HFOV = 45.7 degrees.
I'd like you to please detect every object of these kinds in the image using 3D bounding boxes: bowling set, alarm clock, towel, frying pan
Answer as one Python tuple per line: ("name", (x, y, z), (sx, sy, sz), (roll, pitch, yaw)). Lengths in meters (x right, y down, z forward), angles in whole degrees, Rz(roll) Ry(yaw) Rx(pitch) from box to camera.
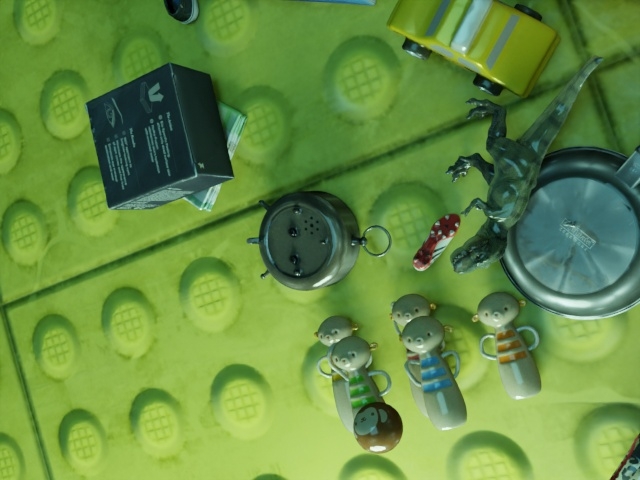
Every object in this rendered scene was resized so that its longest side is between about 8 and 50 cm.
("bowling set", (0.097, 0.143, 0.870), (0.287, 0.200, 0.154), (-19, 84, 23))
("alarm clock", (0.000, 0.000, 0.980), (0.192, 0.064, 0.129), (0, 94, 24))
("towel", (-0.176, -0.130, 1.077), (0.113, 0.023, 0.152), (29, 106, 21))
("frying pan", (0.337, -0.036, 0.817), (0.326, 0.053, 0.197), (-31, 80, 29))

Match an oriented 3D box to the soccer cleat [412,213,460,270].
("soccer cleat", (0.141, 0.002, 0.926), (0.029, 0.035, 0.083), (35, 85, 14))

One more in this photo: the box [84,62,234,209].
("box", (-0.220, -0.136, 1.037), (0.158, 0.093, 0.156), (-17, 83, 27))

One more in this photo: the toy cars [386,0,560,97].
("toy cars", (0.131, -0.333, 0.836), (0.176, 0.087, 0.393), (-20, 92, 12))

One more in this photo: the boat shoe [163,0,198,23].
("boat shoe", (-0.208, -0.375, 1.065), (0.049, 0.040, 0.142), (-20, 85, 27))

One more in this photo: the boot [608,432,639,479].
("boot", (0.418, 0.242, 0.774), (0.179, 0.085, 0.236), (35, 109, 22))

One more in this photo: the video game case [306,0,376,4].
("video game case", (-0.043, -0.436, 0.967), (0.270, 0.061, 0.244), (12, 98, 26))

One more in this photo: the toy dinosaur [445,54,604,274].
("toy dinosaur", (0.204, -0.094, 0.848), (0.118, 0.064, 0.268), (37, 108, 40))
